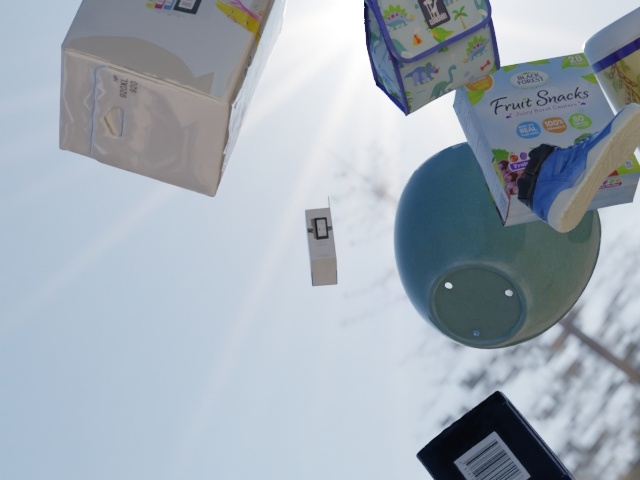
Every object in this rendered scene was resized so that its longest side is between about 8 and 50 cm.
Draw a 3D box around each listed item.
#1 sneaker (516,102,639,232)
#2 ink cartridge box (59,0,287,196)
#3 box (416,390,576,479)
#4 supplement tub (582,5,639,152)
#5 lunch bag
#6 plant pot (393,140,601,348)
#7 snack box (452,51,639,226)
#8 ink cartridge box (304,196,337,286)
[{"bbox_3d":[0.260,-0.089,1.781,0.152,0.084,0.058,-55,-35,3],"label":"sneaker"},{"bbox_3d":[-0.139,-0.196,1.712,0.171,0.168,0.233,103,-175,-58],"label":"ink cartridge box"},{"bbox_3d":[0.206,0.273,1.704,0.108,0.153,0.207,-37,-46,-1],"label":"box"},{"bbox_3d":[0.543,-0.192,2.440,0.241,0.331,0.241,-31,0,0],"label":"supplement tub"},{"bbox_3d":[0.118,-0.232,1.904,0.128,0.096,0.151,-27,-49,-13],"label":"lunch bag"},{"bbox_3d":[0.227,0.034,2.368,0.195,0.290,0.290,-67,-1,-56],"label":"plant pot"},{"bbox_3d":[0.278,-0.129,2.172,0.174,0.207,0.070,-11,-37,-12],"label":"snack box"},{"bbox_3d":[0.000,0.000,1.811,0.028,0.083,0.048,-5,-38,-2],"label":"ink cartridge box"}]
